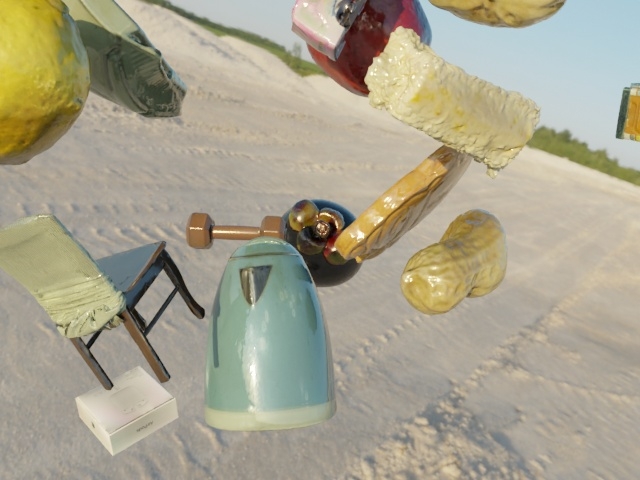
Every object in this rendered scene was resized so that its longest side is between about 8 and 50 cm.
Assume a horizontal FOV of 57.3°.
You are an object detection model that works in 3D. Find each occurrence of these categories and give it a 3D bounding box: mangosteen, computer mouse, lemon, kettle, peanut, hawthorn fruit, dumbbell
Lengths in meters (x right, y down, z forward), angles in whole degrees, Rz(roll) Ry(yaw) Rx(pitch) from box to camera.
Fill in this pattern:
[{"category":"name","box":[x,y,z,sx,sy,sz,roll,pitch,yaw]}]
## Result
[{"category":"mangosteen","box":[0.000,0.000,1.673,0.274,0.275,0.302,21,-15,2]},{"category":"computer mouse","box":[-0.391,-0.338,1.118,0.228,0.145,0.429,41,-3,5]},{"category":"lemon","box":[-0.451,-0.227,0.820,0.233,0.288,0.233,39,16,-14]},{"category":"kettle","box":[-0.096,0.167,1.153,0.246,0.342,0.319,-3,-6,6]},{"category":"peanut","box":[0.278,0.048,1.155,0.159,0.143,0.291,40,47,17]},{"category":"hawthorn fruit","box":[0.116,-0.437,1.291,0.307,0.265,0.265,57,15,-6]},{"category":"dumbbell","box":[-0.192,-0.018,1.357,0.230,0.082,0.092,3,-6,3]},{"category":"peanut","box":[0.211,-0.428,0.850,0.387,0.192,0.169,55,2,40]}]

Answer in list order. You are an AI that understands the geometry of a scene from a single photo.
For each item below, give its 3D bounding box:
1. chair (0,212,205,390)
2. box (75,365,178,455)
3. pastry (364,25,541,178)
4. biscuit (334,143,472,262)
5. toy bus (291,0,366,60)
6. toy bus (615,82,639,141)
[{"category":"chair","box":[-0.335,0.062,0.892,0.160,0.319,0.186,-14,30,23]},{"category":"box","box":[-0.348,0.300,1.055,0.130,0.051,0.129,-25,37,-38]},{"category":"pastry","box":[0.181,-0.181,0.773,0.258,0.122,0.089,22,8,-31]},{"category":"biscuit","box":[0.179,-0.064,1.226,0.057,0.351,0.312,50,-9,15]},{"category":"toy bus","box":[0.049,-0.470,1.048,0.112,0.274,0.090,27,0,3]},{"category":"toy bus","box":[0.576,-0.214,0.949,0.182,0.091,0.103,-17,27,-29]}]
